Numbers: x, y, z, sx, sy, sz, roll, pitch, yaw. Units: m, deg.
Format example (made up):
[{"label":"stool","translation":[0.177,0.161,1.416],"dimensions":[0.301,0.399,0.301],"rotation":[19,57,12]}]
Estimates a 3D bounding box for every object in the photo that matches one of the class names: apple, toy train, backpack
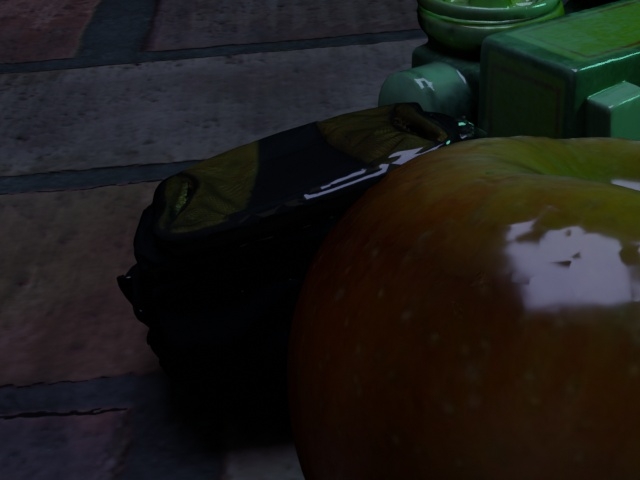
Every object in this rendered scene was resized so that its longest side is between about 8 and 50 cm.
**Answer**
[{"label":"apple","translation":[0.101,0.055,0.517],"dimensions":[0.235,0.173,0.210],"rotation":[-5,16,-24]},{"label":"toy train","translation":[0.171,-0.087,0.875],"dimensions":[0.272,0.159,0.188],"rotation":[-18,32,-31]},{"label":"backpack","translation":[0.000,0.000,0.741],"dimensions":[0.206,0.133,0.258],"rotation":[-15,16,-1]}]
